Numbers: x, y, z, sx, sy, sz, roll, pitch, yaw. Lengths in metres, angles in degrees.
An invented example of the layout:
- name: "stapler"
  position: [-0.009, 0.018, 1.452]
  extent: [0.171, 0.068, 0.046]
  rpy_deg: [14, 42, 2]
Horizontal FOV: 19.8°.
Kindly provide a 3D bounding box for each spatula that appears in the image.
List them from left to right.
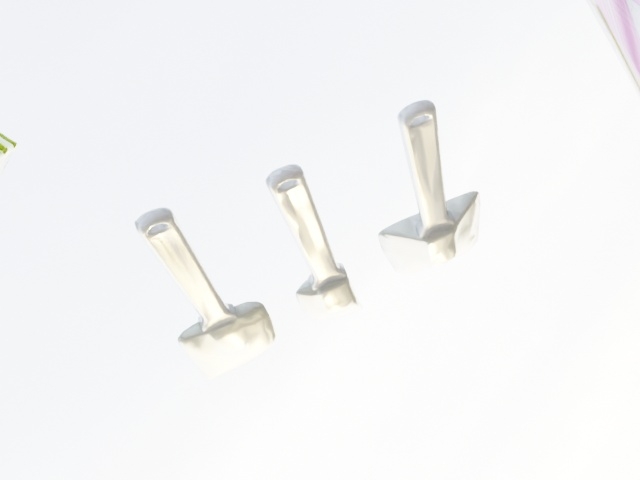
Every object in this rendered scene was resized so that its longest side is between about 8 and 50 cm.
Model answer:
- name: "spatula"
  position: [0.000, 0.000, 0.874]
  extent: [0.168, 0.019, 0.242]
  rpy_deg: [-22, -20, -1]

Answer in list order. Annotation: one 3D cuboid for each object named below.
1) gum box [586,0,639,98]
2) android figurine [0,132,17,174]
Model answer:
- name: "gum box"
  position: [0.077, -0.116, 0.447]
  extent: [0.062, 0.188, 0.107]
  rpy_deg: [-28, -11, -2]
- name: "android figurine"
  position: [-0.233, 0.033, 0.902]
  extent: [0.273, 0.056, 0.248]
  rpy_deg: [-53, 7, 37]
